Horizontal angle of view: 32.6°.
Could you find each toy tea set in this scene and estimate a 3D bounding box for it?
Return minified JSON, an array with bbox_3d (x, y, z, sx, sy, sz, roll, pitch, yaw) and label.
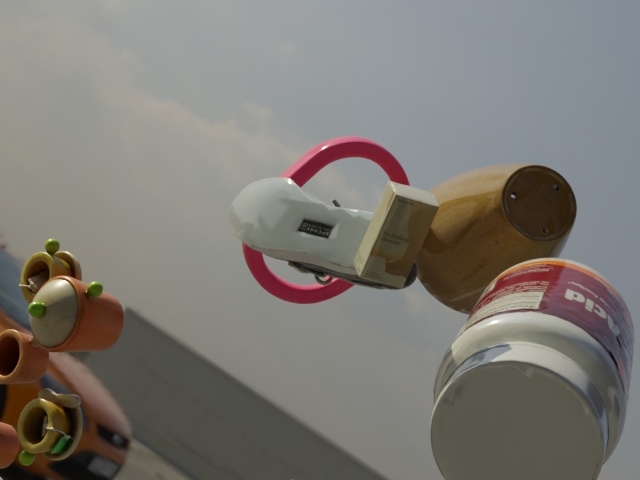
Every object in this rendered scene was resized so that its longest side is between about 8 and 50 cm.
[{"bbox_3d":[-0.385,0.167,1.401,0.200,0.336,0.124,21,1,38],"label":"toy tea set"}]

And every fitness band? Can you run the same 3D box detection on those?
[{"bbox_3d":[0.012,-0.030,1.711,0.209,0.291,0.054,45,4,-23],"label":"fitness band"}]

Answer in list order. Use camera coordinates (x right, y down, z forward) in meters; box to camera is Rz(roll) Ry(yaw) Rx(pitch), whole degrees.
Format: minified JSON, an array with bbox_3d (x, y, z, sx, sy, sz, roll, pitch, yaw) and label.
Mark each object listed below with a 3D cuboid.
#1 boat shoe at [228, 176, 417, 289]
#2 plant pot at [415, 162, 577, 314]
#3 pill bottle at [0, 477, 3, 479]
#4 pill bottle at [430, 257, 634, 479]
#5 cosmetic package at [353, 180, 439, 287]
[{"bbox_3d":[0.002,-0.004,1.464,0.306,0.113,0.105,12,-23,42],"label":"boat shoe"},{"bbox_3d":[0.285,-0.023,1.677,0.237,0.237,0.254,36,-20,-4],"label":"plant pot"},{"bbox_3d":[-0.524,0.415,1.674,0.094,0.094,0.169,49,11,-50],"label":"pill bottle"},{"bbox_3d":[0.266,0.171,1.345,0.224,0.224,0.392,33,21,8],"label":"pill bottle"},{"bbox_3d":[0.088,-0.006,1.286,0.060,0.115,0.041,14,24,-18],"label":"cosmetic package"}]
